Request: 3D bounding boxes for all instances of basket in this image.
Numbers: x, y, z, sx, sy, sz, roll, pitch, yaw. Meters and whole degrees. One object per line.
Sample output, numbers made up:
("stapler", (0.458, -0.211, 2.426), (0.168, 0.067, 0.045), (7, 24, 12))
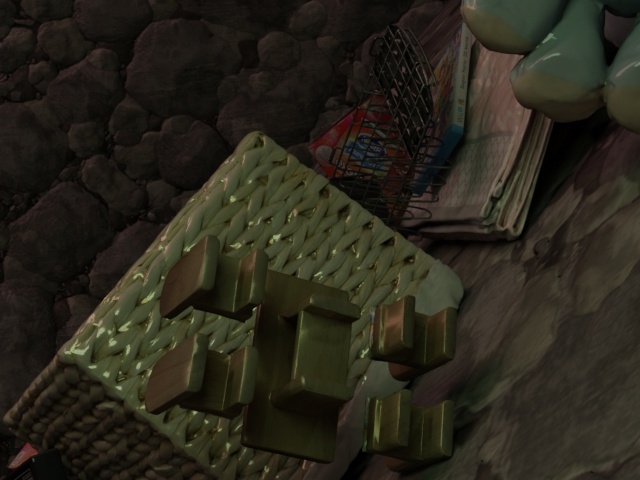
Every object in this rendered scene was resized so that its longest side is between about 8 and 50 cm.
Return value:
("basket", (-0.092, 0.118, 1.170), (0.331, 0.266, 0.328), (-52, 6, -31))

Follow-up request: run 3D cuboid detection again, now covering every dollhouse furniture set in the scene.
("dollhouse furniture set", (-0.032, 0.149, 0.891), (0.161, 0.212, 0.242), (-36, 42, 56))

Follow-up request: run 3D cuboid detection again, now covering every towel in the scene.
("towel", (0.184, -0.153, 1.271), (0.332, 0.053, 0.317), (175, 113, -79))

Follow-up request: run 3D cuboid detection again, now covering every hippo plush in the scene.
("hippo plush", (0.241, -0.235, 0.993), (0.234, 0.294, 0.236), (-24, 8, 18))

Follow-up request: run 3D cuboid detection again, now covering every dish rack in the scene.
("dish rack", (0.080, -0.088, 1.284), (0.208, 0.074, 0.272), (-108, 30, -48))

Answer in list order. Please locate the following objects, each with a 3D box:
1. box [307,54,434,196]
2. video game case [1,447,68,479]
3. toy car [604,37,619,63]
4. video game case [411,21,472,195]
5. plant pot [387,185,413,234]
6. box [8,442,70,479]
("box", (0.106, -0.158, 1.715), (0.122, 0.128, 0.257), (-35, 6, 33))
("video game case", (-0.275, 0.358, 1.214), (0.035, 0.248, 0.275), (-15, -12, -30))
("toy car", (0.321, -0.290, 1.274), (0.136, 0.159, 0.182), (-11, -23, -11))
("video game case", (0.137, -0.148, 1.323), (0.119, 0.015, 0.166), (121, 163, -52))
("plant pot", (0.058, 0.019, 1.667), (0.236, 0.032, 0.236), (-50, 7, 8))
("box", (-0.246, 0.269, 1.516), (0.300, 0.142, 0.154), (-17, 32, 48))
